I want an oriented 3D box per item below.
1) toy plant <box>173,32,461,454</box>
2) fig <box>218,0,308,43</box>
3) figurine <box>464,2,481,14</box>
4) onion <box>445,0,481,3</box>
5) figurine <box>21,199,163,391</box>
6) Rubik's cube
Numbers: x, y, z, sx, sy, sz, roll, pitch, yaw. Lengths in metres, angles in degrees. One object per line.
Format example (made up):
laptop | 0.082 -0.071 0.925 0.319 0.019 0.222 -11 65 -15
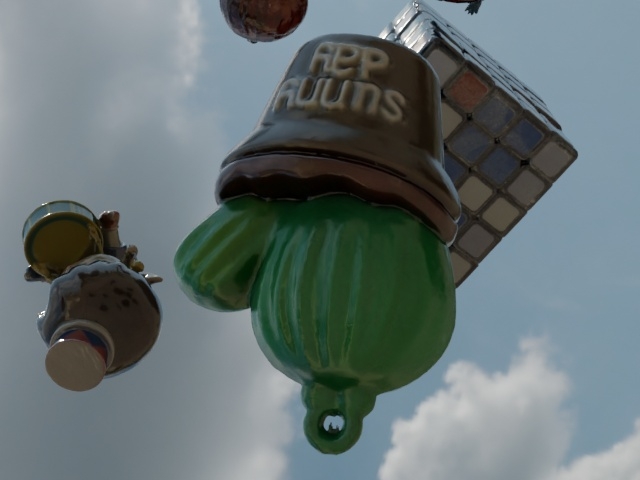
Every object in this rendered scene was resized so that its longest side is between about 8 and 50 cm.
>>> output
toy plant | 0.000 0.000 0.573 0.105 0.143 0.200 66 -146 -69
fig | -0.093 -0.336 1.677 0.128 0.150 0.128 25 -125 -41
figurine | 0.237 -0.418 1.746 0.114 0.178 0.144 37 -83 -20
onion | 0.123 -0.313 1.084 0.184 0.147 0.184 -31 -41 -32
figurine | -0.270 0.069 1.384 0.161 0.275 0.158 -40 -54 2
Rubik's cube | 0.172 -0.155 1.804 0.293 0.292 0.287 35 -71 -19
